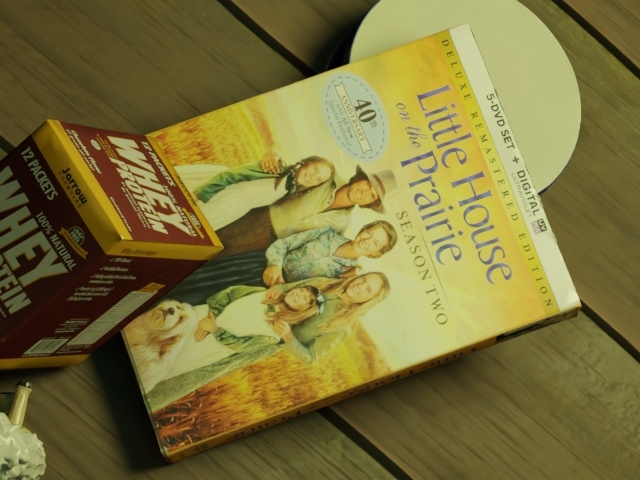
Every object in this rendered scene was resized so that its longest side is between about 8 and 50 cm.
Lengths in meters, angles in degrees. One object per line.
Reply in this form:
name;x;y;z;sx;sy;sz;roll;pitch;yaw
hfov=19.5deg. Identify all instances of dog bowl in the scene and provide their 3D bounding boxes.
dog bowl;0.134;-0.137;1.945;0.265;0.104;0.265;7;68;-17

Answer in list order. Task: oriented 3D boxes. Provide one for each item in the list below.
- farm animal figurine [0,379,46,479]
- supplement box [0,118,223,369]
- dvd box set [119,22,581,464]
farm animal figurine;-0.445;0.179;1.560;0.327;0.330;0.172;30;56;-39
supplement box;-0.229;0.008;1.659;0.129;0.194;0.191;57;19;15
dvd box set;0.000;0.000;1.789;0.420;0.062;0.307;-19;78;-3
